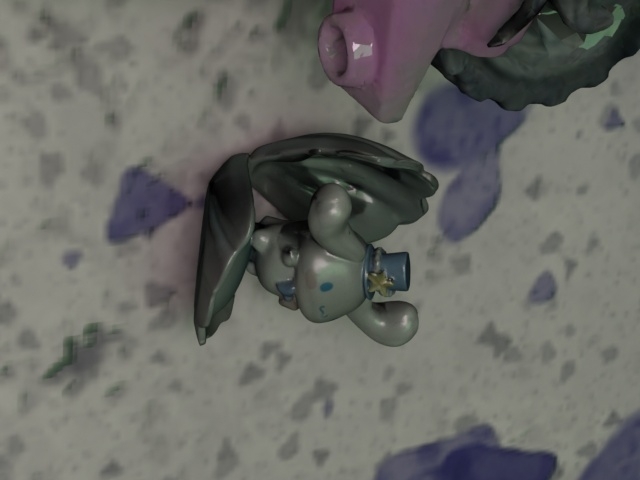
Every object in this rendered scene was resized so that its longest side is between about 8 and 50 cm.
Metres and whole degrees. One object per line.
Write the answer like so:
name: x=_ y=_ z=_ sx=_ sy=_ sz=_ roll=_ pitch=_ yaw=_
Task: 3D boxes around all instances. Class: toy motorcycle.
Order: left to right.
toy motorcycle: x=0.048 y=-0.181 z=0.504 sx=0.188 sy=0.143 sz=0.327 roll=-10 pitch=127 yaw=-26

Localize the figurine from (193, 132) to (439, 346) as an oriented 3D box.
figurine: x=0.000 y=0.000 z=0.644 sx=0.086 sy=0.094 sz=0.082 roll=8 pitch=65 yaw=-6
